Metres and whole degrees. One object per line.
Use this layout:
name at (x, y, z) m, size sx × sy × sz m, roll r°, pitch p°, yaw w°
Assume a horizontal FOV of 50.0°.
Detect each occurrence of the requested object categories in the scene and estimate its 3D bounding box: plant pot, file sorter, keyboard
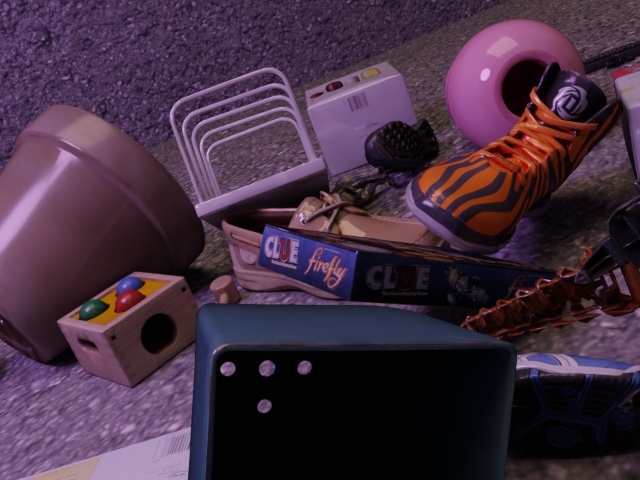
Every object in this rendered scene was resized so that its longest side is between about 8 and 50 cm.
plant pot at (-0.012, 0.118, 0.462) m, size 0.166 × 0.165 × 0.234 m, roll 2°, pitch 7°, yaw -18°
plant pot at (-0.379, 0.012, 1.008) m, size 0.323 × 0.323 × 0.280 m, roll 1°, pitch 45°, yaw 45°
file sorter at (-0.104, -0.132, 1.097) m, size 0.193 × 0.173 × 0.277 m, roll -20°, pitch -6°, yaw 0°
keyboard at (0.592, -0.373, 1.399) m, size 0.180 × 0.023 × 0.108 m, roll -20°, pitch 20°, yaw 5°

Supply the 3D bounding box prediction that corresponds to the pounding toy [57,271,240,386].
pounding toy at (-0.198, 0.086, 0.884) m, size 0.181 × 0.094 × 0.206 m, roll 1°, pitch 30°, yaw 46°

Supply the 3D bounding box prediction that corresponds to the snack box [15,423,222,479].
snack box at (-0.227, 0.256, 0.523) m, size 0.322 × 0.060 × 0.187 m, roll -18°, pitch 19°, yaw 7°

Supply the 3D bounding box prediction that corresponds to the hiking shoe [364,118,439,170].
hiking shoe at (0.124, -0.152, 1.203) m, size 0.114 × 0.086 × 0.227 m, roll -27°, pitch -4°, yaw 33°

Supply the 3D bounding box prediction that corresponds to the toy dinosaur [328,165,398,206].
toy dinosaur at (0.060, -0.080, 1.115) m, size 0.118 × 0.064 × 0.268 m, roll -23°, pitch 16°, yaw 15°

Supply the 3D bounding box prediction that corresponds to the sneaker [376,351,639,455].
sneaker at (0.145, 0.108, 0.513) m, size 0.211 × 0.080 × 0.081 m, roll -8°, pitch 27°, yaw 29°

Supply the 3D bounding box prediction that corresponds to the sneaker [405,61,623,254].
sneaker at (0.214, -0.103, 0.740) m, size 0.321 × 0.125 × 0.180 m, roll -26°, pitch -28°, yaw -54°

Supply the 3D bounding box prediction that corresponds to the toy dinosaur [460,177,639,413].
toy dinosaur at (0.249, 0.020, 0.414) m, size 0.322 × 0.164 × 0.218 m, roll -46°, pitch -11°, yaw 28°

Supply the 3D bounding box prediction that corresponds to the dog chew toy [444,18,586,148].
dog chew toy at (0.299, -0.250, 1.133) m, size 0.207 × 0.206 × 0.332 m, roll -19°, pitch 12°, yaw 4°

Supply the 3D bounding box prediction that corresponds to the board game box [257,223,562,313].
board game box at (0.086, 0.027, 0.651) m, size 0.243 × 0.042 × 0.165 m, roll 7°, pitch 4°, yaw -32°

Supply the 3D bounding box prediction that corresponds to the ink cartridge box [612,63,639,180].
ink cartridge box at (0.422, -0.134, 0.794) m, size 0.128 × 0.127 × 0.176 m, roll -11°, pitch 22°, yaw 23°

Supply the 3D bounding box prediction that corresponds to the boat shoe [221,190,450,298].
boat shoe at (0.000, 0.000, 0.886) m, size 0.341 × 0.110 × 0.122 m, roll -5°, pitch 25°, yaw 38°

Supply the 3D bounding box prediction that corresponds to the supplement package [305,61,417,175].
supplement package at (0.082, -0.255, 1.405) m, size 0.194 × 0.149 × 0.203 m, roll -19°, pitch 21°, yaw 4°
